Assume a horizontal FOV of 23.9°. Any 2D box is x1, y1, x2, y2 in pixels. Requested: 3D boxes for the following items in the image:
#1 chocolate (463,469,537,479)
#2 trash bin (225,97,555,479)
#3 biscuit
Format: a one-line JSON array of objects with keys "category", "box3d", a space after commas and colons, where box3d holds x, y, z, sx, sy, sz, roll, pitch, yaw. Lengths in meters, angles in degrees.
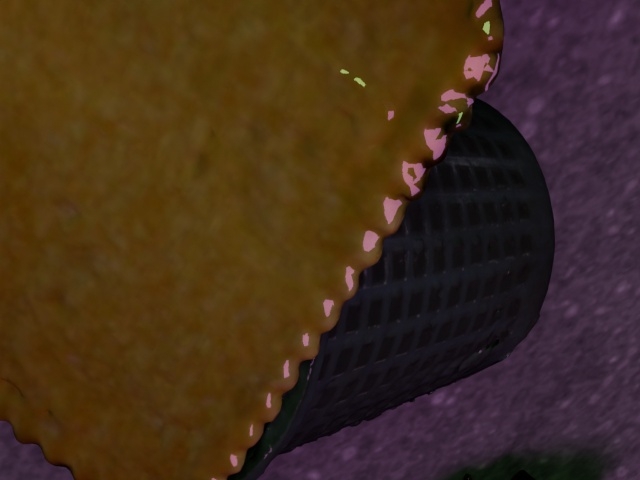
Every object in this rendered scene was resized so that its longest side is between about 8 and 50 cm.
[{"category": "chocolate", "box3d": [0.120, 0.201, 0.888, 0.133, 0.156, 0.156, 32, 112, -28]}, {"category": "trash bin", "box3d": [0.000, 0.000, 0.583, 0.161, 0.175, 0.175, -7, 136, -40]}, {"category": "biscuit", "box3d": [-0.087, -0.043, 0.466, 0.237, 0.232, 0.013, -58, 176, 28]}]
